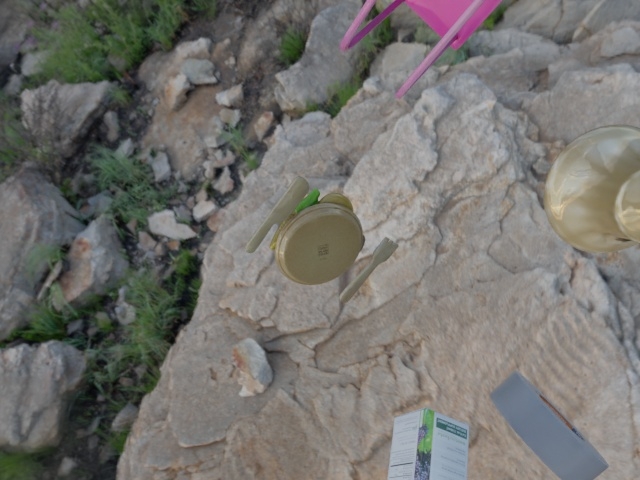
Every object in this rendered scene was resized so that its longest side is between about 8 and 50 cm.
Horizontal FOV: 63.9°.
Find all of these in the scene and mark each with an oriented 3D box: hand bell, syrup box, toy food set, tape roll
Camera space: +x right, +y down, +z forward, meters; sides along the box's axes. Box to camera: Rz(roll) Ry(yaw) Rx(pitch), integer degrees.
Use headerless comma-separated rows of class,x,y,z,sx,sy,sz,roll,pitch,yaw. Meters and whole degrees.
hand bell,0.279,-0.019,0.384,0.126,0.242,0.126,0,104,1
syrup box,0.164,0.399,0.805,0.096,0.093,0.237,-43,26,50
toy food set,0.000,0.000,0.676,0.132,0.192,0.038,-50,36,11
tape roll,0.424,0.352,0.966,0.072,0.219,0.219,-45,60,9

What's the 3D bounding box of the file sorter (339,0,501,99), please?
file sorter,0.045,-0.298,0.425,0.290,0.202,0.182,43,55,-3
